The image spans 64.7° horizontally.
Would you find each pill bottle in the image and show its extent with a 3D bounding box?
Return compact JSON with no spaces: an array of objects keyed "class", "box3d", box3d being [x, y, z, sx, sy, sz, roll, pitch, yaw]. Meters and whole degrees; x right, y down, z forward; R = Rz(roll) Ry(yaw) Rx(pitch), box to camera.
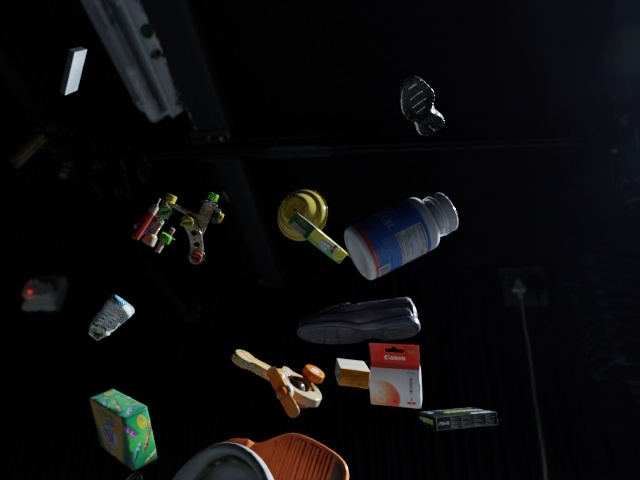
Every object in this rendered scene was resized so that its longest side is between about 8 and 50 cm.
[{"class":"pill bottle","box3d":[0.172,-0.016,1.069,0.221,0.124,0.124,-26,-31,-13]}]

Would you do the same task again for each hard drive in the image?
[{"class":"hard drive","box3d":[-0.756,-0.519,1.545,0.022,0.094,0.135,22,-67,-12]}]

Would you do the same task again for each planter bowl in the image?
[{"class":"planter bowl","box3d":[-0.087,-0.112,1.991,0.217,0.217,0.090,-8,-14,17]}]

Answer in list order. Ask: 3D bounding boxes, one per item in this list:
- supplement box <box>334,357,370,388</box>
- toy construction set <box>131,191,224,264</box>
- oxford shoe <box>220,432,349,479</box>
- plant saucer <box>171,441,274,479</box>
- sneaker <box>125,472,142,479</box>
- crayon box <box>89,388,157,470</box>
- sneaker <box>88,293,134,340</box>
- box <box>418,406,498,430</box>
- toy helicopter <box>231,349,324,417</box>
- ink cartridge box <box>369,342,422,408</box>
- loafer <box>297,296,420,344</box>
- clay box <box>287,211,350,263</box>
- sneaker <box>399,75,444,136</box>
[{"class":"supplement box","box3d":[0.065,0.275,1.050,0.062,0.036,0.098,8,-1,-2]},{"class":"toy construction set","box3d":[-0.449,-0.080,1.610,0.257,0.237,0.309,32,-1,8]},{"class":"oxford shoe","box3d":[-0.078,0.497,1.070,0.363,0.130,0.133,-10,-53,37]},{"class":"plant saucer","box3d":[-0.185,0.592,0.933,0.400,0.401,0.100,-24,-43,35]},{"class":"sneaker","box3d":[-0.584,0.748,1.534,0.057,0.075,0.161,15,-70,-26]},{"class":"crayon box","box3d":[-0.610,0.574,1.556,0.081,0.165,0.278,-15,8,-41]},{"class":"sneaker","box3d":[-0.638,0.238,1.535,0.087,0.092,0.228,39,-42,-9]},{"class":"box","box3d":[0.421,0.551,1.568,0.190,0.045,0.184,-3,-16,-5]},{"class":"toy helicopter","box3d":[-0.159,0.494,1.794,0.355,0.140,0.235,28,8,-1]},{"class":"ink cartridge box","box3d":[0.209,0.380,1.421,0.145,0.045,0.179,-1,-71,19]},{"class":"loafer","box3d":[0.092,0.196,1.263,0.302,0.095,0.109,-2,-38,0]},{"class":"clay box","box3d":[0.000,0.000,1.704,0.053,0.127,0.222,-50,-47,0]},{"class":"sneaker","box3d":[0.284,-0.407,1.500,0.100,0.108,0.271,-32,-25,13]}]
